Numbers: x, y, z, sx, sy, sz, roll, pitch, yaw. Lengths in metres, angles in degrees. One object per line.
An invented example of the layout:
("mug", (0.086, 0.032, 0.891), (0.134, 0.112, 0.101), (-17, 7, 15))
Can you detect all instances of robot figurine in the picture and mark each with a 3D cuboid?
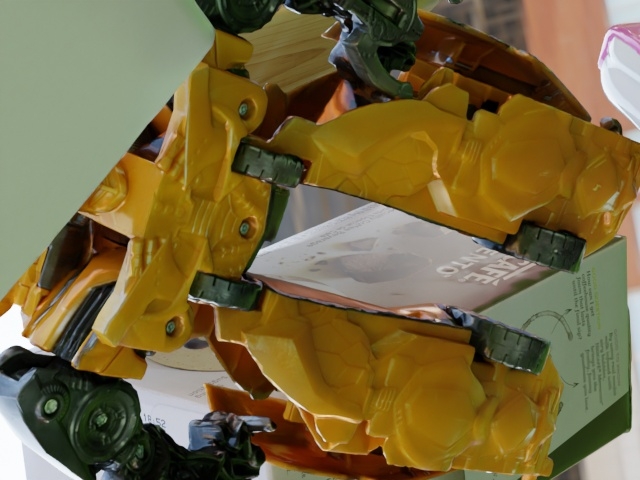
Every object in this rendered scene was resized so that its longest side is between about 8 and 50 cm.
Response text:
("robot figurine", (0.000, 0.000, 0.687), (0.291, 0.085, 0.211), (15, -85, -46))

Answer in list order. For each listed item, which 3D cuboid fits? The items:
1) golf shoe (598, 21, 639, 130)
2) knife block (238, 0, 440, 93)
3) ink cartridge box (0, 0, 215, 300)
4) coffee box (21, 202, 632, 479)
("golf shoe", (0.212, 0.012, 0.796), (0.115, 0.306, 0.140), (-3, -58, -39))
("knife block", (-0.085, -0.100, 0.917), (0.088, 0.275, 0.242), (49, -177, 22))
("ink cartridge box", (-0.194, -0.081, 0.395), (0.197, 0.198, 0.270), (-50, -34, -10))
("coffee box", (0.013, 0.079, 1.004), (0.297, 0.168, 0.119), (-23, -64, -45))
